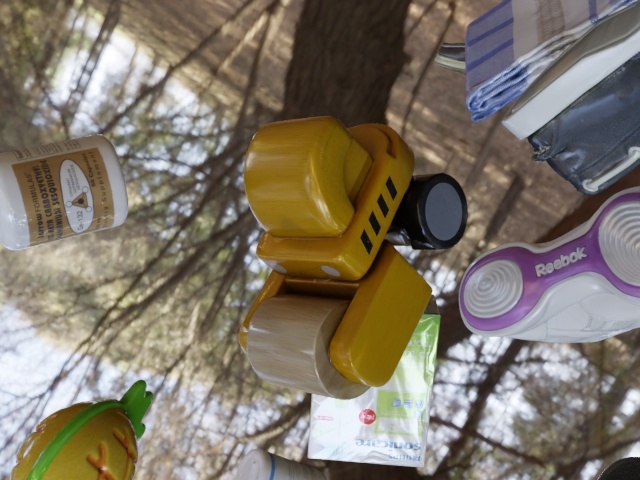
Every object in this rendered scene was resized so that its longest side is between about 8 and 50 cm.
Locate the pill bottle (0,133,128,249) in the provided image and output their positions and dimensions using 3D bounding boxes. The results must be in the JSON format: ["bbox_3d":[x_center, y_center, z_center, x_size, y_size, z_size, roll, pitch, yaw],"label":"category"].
[{"bbox_3d":[-0.386,-0.058,1.169,0.229,0.131,0.131,-16,-143,-26],"label":"pill bottle"}]

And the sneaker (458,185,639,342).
[{"bbox_3d":[0.285,0.030,0.830,0.152,0.114,0.305,16,156,-41],"label":"sneaker"}]

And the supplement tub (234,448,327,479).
[{"bbox_3d":[-0.051,0.317,1.132,0.107,0.071,0.071,27,-167,-27],"label":"supplement tub"}]

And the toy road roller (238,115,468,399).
[{"bbox_3d":[0.000,0.000,1.047,0.202,0.330,0.240,1,147,48],"label":"toy road roller"}]

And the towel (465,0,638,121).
[{"bbox_3d":[0.246,-0.233,0.778,0.034,0.285,0.209,45,-149,-22],"label":"towel"}]

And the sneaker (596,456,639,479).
[{"bbox_3d":[0.327,0.378,0.866,0.116,0.314,0.136,-11,158,17],"label":"sneaker"}]

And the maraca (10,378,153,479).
[{"bbox_3d":[-0.215,0.201,0.817,0.099,0.127,0.185,28,-155,14],"label":"maraca"}]

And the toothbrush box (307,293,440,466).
[{"bbox_3d":[0.090,0.235,1.526,0.206,0.283,0.122,5,-164,1],"label":"toothbrush box"}]

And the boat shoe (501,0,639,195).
[{"bbox_3d":[0.245,-0.132,0.528,0.091,0.302,0.114,44,-130,-6],"label":"boat shoe"}]

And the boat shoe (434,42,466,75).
[{"bbox_3d":[0.230,-0.219,1.020,0.080,0.073,0.223,3,-167,-40],"label":"boat shoe"}]
